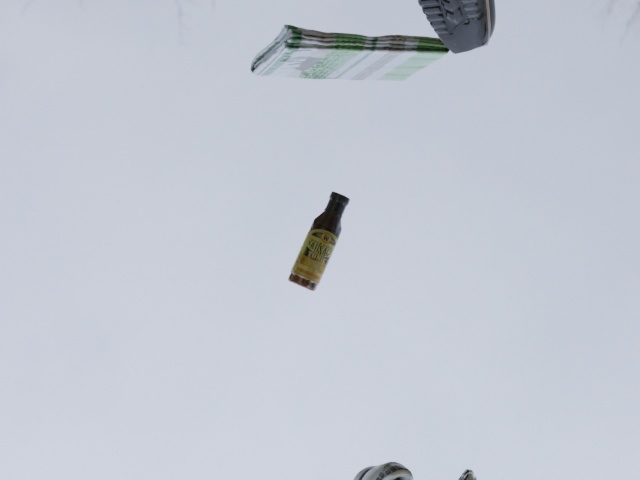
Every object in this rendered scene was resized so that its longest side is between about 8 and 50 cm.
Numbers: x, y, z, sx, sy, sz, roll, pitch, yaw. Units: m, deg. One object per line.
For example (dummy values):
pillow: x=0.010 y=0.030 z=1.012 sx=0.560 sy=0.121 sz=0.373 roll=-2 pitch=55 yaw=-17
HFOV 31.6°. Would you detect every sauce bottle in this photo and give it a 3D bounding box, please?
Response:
sauce bottle: x=0.000 y=0.000 z=1.437 sx=0.042 sy=0.128 sz=0.042 roll=22 pitch=178 yaw=1

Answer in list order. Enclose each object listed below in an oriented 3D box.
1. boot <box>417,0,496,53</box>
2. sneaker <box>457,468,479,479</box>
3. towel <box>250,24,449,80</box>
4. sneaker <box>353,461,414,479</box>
boot: x=0.134 y=-0.258 z=0.889 sx=0.137 sy=0.198 sz=0.077 roll=-21 pitch=-167 yaw=-33
sneaker: x=0.210 y=0.402 z=1.517 sx=0.118 sy=0.279 sz=0.107 roll=31 pitch=-116 yaw=24
towel: x=0.024 y=-0.165 z=1.002 sx=0.152 sy=0.023 sz=0.113 roll=-1 pitch=176 yaw=-19
sneaker: x=0.066 y=0.362 z=1.237 sx=0.090 sy=0.235 sz=0.095 roll=6 pitch=165 yaw=-17
